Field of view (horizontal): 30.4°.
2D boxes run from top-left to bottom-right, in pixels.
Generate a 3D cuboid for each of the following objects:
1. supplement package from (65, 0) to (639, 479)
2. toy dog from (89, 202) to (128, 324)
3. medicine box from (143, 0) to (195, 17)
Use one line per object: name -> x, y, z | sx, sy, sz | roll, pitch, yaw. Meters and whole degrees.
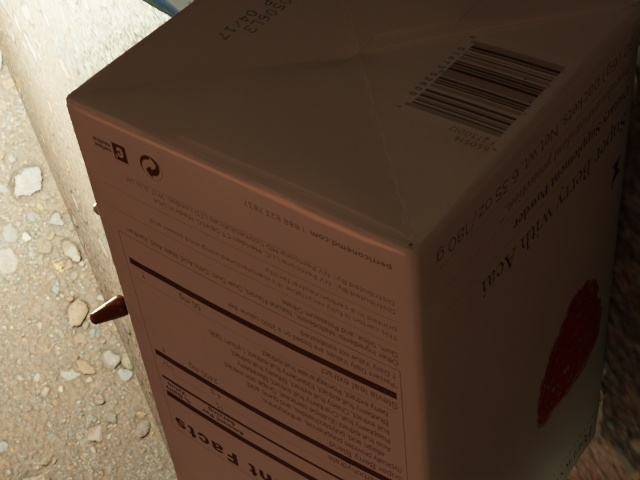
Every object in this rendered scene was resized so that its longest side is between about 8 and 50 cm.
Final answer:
supplement package -> 0.028, 0.028, 0.570 | 0.175, 0.177, 0.293 | 24, 142, 29
toy dog -> -0.193, 0.025, 1.341 | 0.220, 0.161, 0.334 | 54, 160, 34
medicine box -> -0.162, -0.278, 0.656 | 0.289, 0.149, 0.263 | 37, -179, -33
